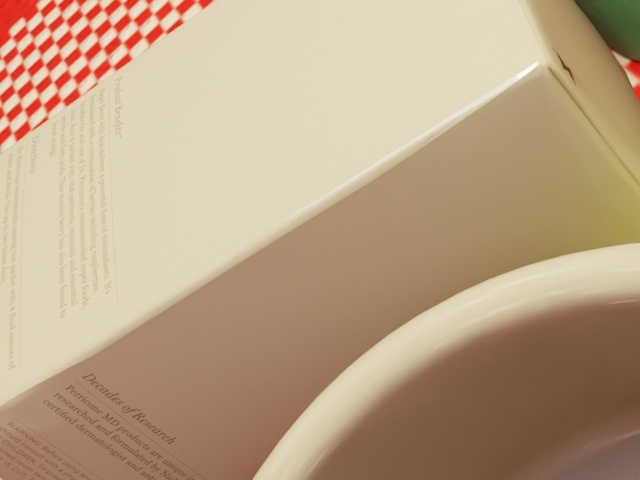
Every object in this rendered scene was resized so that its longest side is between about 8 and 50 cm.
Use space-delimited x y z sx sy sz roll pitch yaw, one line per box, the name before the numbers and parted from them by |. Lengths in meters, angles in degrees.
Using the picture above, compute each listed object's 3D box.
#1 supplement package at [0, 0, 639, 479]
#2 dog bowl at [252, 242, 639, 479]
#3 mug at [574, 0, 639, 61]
supplement package | 0.000 0.000 0.646 0.293 0.175 0.177 -32 39 19
dog bowl | 0.100 0.158 0.384 0.349 0.102 0.348 -12 69 34
mug | 0.159 -0.158 0.696 0.158 0.097 0.129 -41 39 7
